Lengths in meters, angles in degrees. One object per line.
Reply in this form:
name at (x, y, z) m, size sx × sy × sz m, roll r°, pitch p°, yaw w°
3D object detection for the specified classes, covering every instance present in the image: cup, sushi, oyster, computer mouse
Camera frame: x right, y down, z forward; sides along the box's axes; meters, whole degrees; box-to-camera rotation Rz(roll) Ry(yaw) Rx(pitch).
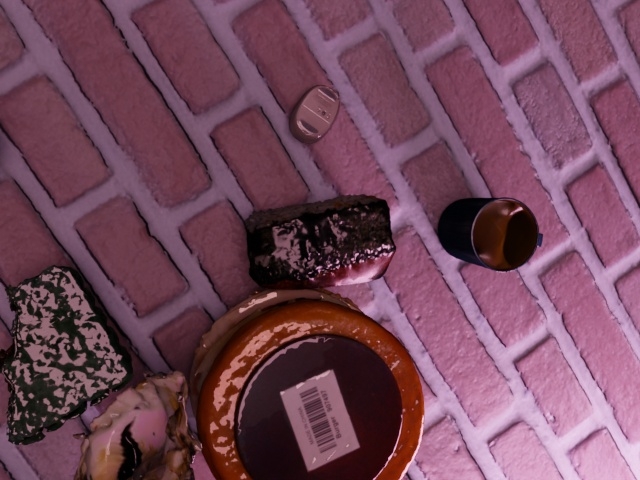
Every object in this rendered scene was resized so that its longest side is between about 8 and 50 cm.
cup at (0.278, -0.004, 1.118) m, size 0.150 × 0.138 × 0.113 m, roll 37°, pitch 86°, yaw -14°
sushi at (0.000, 0.000, 1.051) m, size 0.225 × 0.136 × 0.126 m, roll -5°, pitch 101°, yaw -16°
oyster at (-0.253, 0.304, 0.965) m, size 0.107 × 0.354 × 0.201 m, roll 12°, pitch 54°, yaw -44°
computer mouse at (-0.011, -0.197, 1.082) m, size 0.066 × 0.039 × 0.096 m, roll 33°, pitch 79°, yaw -15°

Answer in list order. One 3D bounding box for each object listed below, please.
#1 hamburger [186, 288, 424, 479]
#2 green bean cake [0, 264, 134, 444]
hamburger at (-0.028, 0.229, 1.006) m, size 0.329 × 0.250 × 0.330 m, roll -2°, pitch 96°, yaw -17°
green bean cake at (-0.392, 0.154, 0.982) m, size 0.193 × 0.107 × 0.208 m, roll -29°, pitch 100°, yaw -8°
